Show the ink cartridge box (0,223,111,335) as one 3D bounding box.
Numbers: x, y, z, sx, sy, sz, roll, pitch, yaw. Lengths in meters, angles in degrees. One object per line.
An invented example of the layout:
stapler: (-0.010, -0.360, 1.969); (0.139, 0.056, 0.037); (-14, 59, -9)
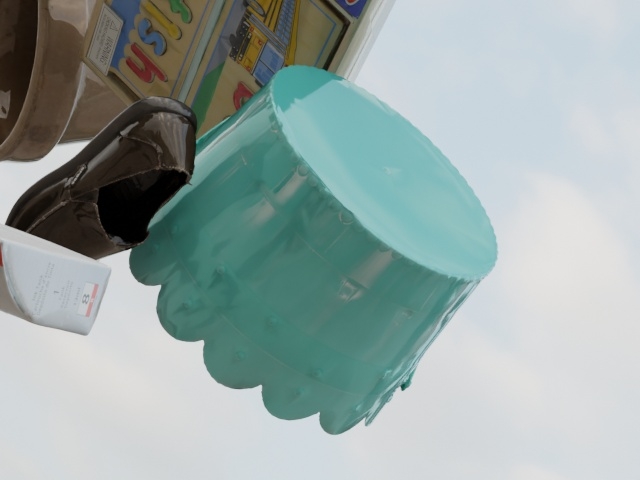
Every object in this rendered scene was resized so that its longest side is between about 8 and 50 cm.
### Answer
ink cartridge box: (-0.199, -0.001, 0.814); (0.145, 0.045, 0.179); (20, 2, 20)

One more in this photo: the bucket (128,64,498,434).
bucket: (0.000, 0.000, 1.442); (0.281, 0.281, 0.183); (40, -65, -7)

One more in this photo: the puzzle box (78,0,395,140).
puzzle box: (-0.078, -0.221, 1.608); (0.272, 0.052, 0.409); (44, -39, 13)

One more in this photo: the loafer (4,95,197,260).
loafer: (-0.178, -0.021, 1.365); (0.080, 0.078, 0.220); (23, -55, -36)

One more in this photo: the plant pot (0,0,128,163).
plant pot: (-0.259, -0.207, 1.941); (0.229, 0.263, 0.263); (5, -9, -31)
